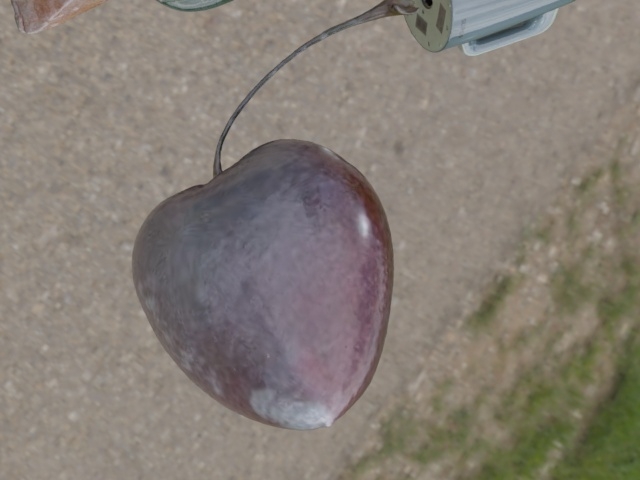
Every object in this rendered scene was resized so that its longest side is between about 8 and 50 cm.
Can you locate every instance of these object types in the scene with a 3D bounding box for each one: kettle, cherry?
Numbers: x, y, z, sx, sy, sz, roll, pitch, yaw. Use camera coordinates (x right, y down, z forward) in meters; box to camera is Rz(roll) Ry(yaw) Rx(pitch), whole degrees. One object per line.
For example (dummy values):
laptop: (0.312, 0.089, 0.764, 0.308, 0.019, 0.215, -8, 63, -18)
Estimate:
kettle: (0.250, -0.351, 1.833, 0.243, 0.160, 0.210, -15, 140, -20)
cherry: (0.001, 0.005, 0.598, 0.188, 0.148, 0.115, -30, 130, 13)

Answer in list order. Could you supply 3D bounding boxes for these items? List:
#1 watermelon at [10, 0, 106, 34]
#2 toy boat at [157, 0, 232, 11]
watermelon: (-0.217, -0.368, 1.396, 0.250, 0.283, 0.292, -20, 143, -59)
toy boat: (-0.104, -0.357, 1.609, 0.261, 0.078, 0.085, -30, 139, -26)
